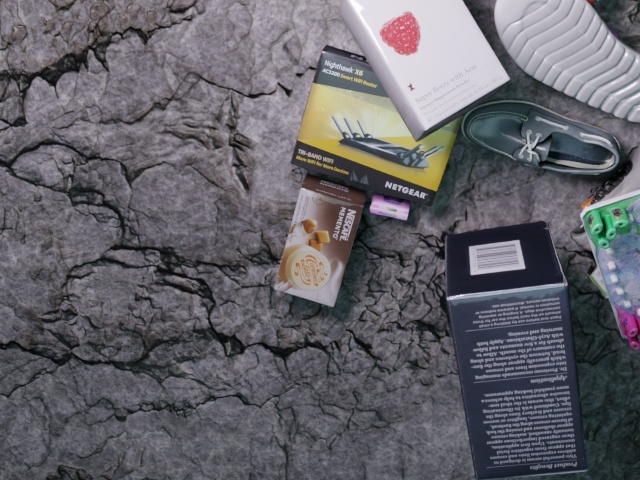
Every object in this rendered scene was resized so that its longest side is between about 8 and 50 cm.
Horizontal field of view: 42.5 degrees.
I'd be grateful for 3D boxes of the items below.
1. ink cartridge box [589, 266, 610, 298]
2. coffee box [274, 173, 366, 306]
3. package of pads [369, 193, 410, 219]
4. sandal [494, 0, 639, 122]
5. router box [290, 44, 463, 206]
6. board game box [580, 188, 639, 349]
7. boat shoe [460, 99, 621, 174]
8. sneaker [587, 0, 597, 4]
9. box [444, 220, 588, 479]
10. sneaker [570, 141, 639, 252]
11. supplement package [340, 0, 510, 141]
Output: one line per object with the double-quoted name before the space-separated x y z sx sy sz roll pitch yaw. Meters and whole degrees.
"ink cartridge box" 0.662 0.055 1.682 0.209 0.062 0.109 -3 138 -34
"coffee box" 0.000 0.000 1.770 0.141 0.098 0.247 17 114 1
"package of pads" 0.148 -0.072 1.745 0.083 0.050 0.032 12 119 3
"sandal" 0.492 -0.360 1.559 0.416 0.102 0.169 32 129 -19
"router box" 0.119 -0.231 1.667 0.308 0.081 0.243 17 113 1
"board game box" 0.723 0.029 1.524 0.389 0.050 0.390 -19 130 17
"boat shoe" 0.438 -0.200 1.625 0.319 0.099 0.116 14 114 2
"sneaker" 0.402 -0.530 1.505 0.279 0.107 0.118 47 120 -2
"box" 0.371 0.207 1.583 0.211 0.293 0.396 -8 112 11
"sneaker" 0.596 -0.089 1.651 0.108 0.100 0.272 23 114 4
"supplement package" 0.181 -0.356 1.497 0.177 0.175 0.293 -31 89 1
